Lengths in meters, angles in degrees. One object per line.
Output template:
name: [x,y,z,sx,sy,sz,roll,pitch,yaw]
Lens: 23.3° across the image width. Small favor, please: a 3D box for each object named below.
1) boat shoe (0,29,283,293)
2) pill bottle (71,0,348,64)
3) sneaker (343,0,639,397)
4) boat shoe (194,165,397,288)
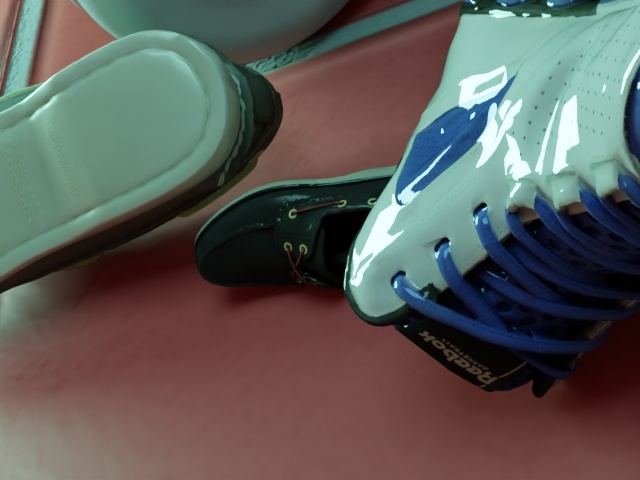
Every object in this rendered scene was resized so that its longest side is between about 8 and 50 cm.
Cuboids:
boat shoe: [-0.162,-0.027,0.831,0.305,0.091,0.109,-19,84,23]
pill bottle: [-0.125,-0.260,0.950,0.210,0.210,0.363,-39,40,-8]
sneaker: [0.109,-0.014,0.579,0.182,0.127,0.315,-64,18,6]
boat shoe: [-0.001,-0.001,0.731,0.133,0.049,0.042,-12,36,17]
